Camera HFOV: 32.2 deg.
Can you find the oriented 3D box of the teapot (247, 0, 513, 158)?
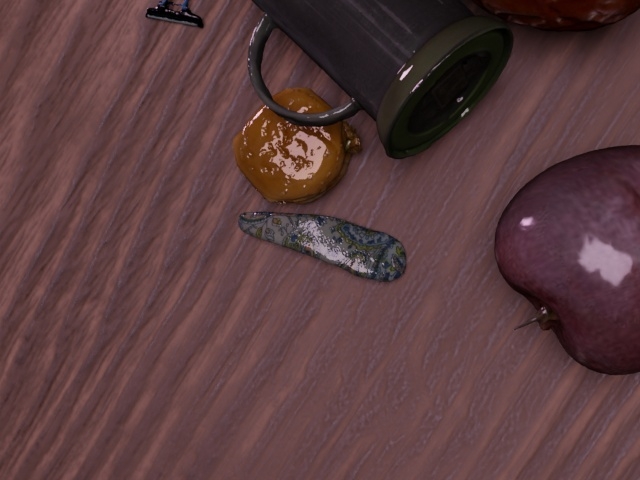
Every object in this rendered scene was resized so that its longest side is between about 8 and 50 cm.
[{"bbox_3d":[0.027,-0.263,1.342,0.270,0.200,0.337,-44,71,5],"label":"teapot"}]

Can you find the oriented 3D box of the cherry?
[{"bbox_3d":[0.347,0.014,1.286,0.307,0.221,0.261,-39,84,-14],"label":"cherry"}]

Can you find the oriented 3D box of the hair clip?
[{"bbox_3d":[0.000,0.000,1.423,0.229,0.036,0.066,15,82,9],"label":"hair clip"}]

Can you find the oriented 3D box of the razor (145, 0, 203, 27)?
[{"bbox_3d":[-0.187,-0.401,1.424,0.082,0.042,0.253,11,126,10],"label":"razor"}]

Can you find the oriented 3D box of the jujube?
[{"bbox_3d":[0.262,-0.353,1.336,0.290,0.197,0.197,19,89,23],"label":"jujube"}]

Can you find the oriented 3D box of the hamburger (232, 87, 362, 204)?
[{"bbox_3d":[-0.032,-0.117,1.414,0.147,0.083,0.138,-44,85,7],"label":"hamburger"}]
